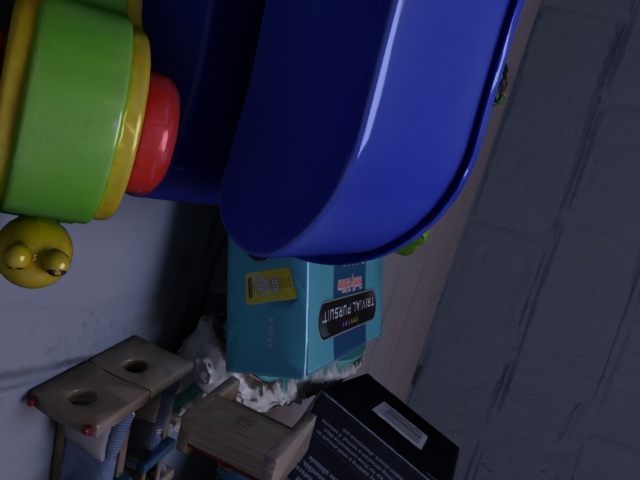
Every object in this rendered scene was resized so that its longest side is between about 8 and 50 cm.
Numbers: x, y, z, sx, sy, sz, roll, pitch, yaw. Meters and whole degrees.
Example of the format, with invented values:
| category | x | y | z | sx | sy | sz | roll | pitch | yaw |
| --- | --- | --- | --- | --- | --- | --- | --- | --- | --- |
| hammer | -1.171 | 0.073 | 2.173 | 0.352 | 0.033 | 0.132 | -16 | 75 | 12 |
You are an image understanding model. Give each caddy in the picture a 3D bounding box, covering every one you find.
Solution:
| category | x | y | z | sx | sy | sz | roll | pitch | yaw |
| --- | --- | --- | --- | --- | --- | --- | --- | --- | --- |
| caddy | -0.003 | -0.145 | 0.419 | 0.179 | 0.241 | 0.341 | -9 | 118 | -54 |

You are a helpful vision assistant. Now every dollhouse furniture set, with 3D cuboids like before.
| category | x | y | z | sx | sy | sz | roll | pitch | yaw |
| --- | --- | --- | --- | --- | --- | --- | --- | --- | --- |
| dollhouse furniture set | -0.124 | 0.185 | 0.513 | 0.129 | 0.184 | 0.129 | -28 | 134 | -64 |

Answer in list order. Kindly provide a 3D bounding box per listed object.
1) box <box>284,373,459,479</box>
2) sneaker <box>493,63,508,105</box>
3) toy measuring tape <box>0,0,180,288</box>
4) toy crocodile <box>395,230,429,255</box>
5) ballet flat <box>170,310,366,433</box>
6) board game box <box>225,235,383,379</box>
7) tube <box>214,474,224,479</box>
| category | x | y | z | sx | sy | sz | roll | pitch | yaw |
| --- | --- | --- | --- | --- | --- | --- | --- | --- | --- |
| box | 0.016 | 0.343 | 0.798 | 0.294 | 0.183 | 0.296 | -53 | 164 | 3 |
| sneaker | 0.243 | -0.285 | 1.013 | 0.343 | 0.147 | 0.134 | 111 | -6 | -86 |
| toy measuring tape | -0.116 | -0.125 | 0.322 | 0.121 | 0.122 | 0.329 | -13 | 121 | -69 |
| toy crocodile | 0.169 | -0.096 | 1.226 | 0.115 | 0.105 | 0.340 | -59 | 154 | -29 |
| ballet flat | -0.067 | 0.147 | 0.782 | 0.409 | 0.147 | 0.146 | 14 | 95 | -69 |
| board game box | -0.002 | -0.055 | 0.645 | 0.254 | 0.079 | 0.335 | 1 | 90 | -70 |
| tube | -0.117 | 0.378 | 0.934 | 0.240 | 0.062 | 0.070 | 56 | 20 | -62 |
